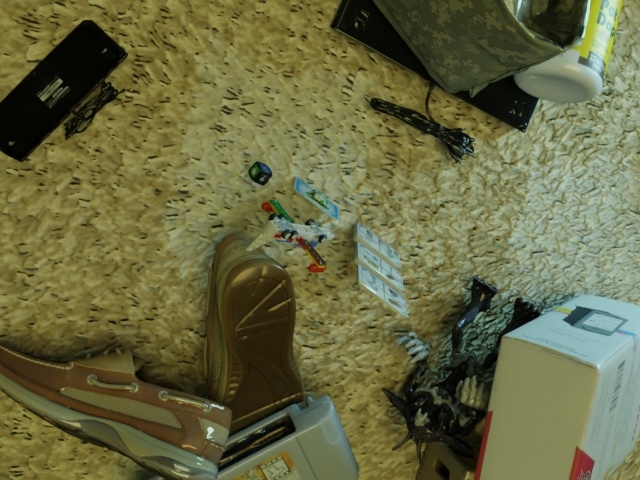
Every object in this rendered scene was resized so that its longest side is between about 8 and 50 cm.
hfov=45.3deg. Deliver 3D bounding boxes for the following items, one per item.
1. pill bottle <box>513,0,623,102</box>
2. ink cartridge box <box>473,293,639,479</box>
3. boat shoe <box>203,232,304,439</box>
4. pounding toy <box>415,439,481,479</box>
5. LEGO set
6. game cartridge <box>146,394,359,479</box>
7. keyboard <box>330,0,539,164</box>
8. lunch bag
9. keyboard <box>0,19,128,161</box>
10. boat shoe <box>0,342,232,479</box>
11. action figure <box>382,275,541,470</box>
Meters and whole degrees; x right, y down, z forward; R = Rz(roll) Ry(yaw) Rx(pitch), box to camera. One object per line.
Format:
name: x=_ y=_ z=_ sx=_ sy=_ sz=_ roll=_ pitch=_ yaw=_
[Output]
pill bottle: x=0.338 y=-0.302 z=1.025 sx=0.117 sy=0.117 sz=0.215 roll=18 pitch=82 yaw=-17
ink cartridge box: x=0.341 y=0.214 z=1.034 sx=0.306 sy=0.131 sz=0.226 roll=-11 pitch=112 yaw=-54
boat shoe: x=-0.094 y=0.155 z=1.010 sx=0.122 sy=0.110 sz=0.341 roll=-7 pitch=120 yaw=-24
pounding toy: x=0.272 y=0.365 z=1.102 sx=0.206 sy=0.181 sz=0.094 roll=16 pitch=95 yaw=-17
LEGO set: x=0.000 y=0.000 z=0.979 sx=0.244 sy=0.182 sz=0.060 roll=36 pitch=111 yaw=-15
game cartridge: x=-0.095 y=0.335 z=1.025 sx=0.297 sy=0.062 sz=0.198 roll=-27 pitch=129 yaw=-8
keyboard: x=0.158 y=-0.231 z=1.047 sx=0.317 sy=0.033 sz=0.201 roll=25 pitch=86 yaw=-17
lunch bag: x=0.178 y=-0.324 z=0.906 sx=0.169 sy=0.235 sz=0.287 roll=-32 pitch=100 yaw=-19
keyboard: x=-0.314 y=-0.171 z=0.939 sx=0.100 sy=0.038 sz=0.192 roll=44 pitch=88 yaw=6
boat shoe: x=-0.257 y=0.194 z=0.946 sx=0.324 sy=0.123 sz=0.116 roll=23 pitch=68 yaw=6
action figure: x=0.180 y=0.183 z=1.061 sx=0.275 sy=0.164 sz=0.141 roll=-57 pitch=148 yaw=-5
